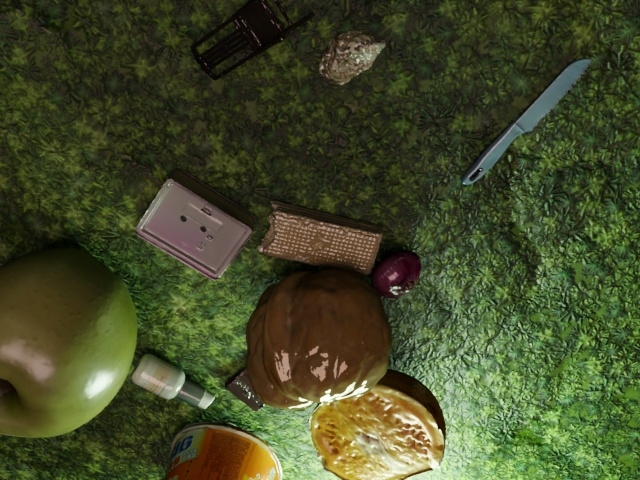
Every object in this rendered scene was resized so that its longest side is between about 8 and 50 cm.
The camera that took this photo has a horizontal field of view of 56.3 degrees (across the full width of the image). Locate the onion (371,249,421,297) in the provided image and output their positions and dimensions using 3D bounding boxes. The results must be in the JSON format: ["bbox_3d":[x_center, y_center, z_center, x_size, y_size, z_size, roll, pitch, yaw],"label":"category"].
[{"bbox_3d":[0.151,0.062,1.212,0.115,0.104,0.115,-23,150,-14],"label":"onion"}]

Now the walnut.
[{"bbox_3d":[-0.004,0.191,1.181,0.296,0.285,0.285,-15,117,32],"label":"walnut"}]

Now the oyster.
[{"bbox_3d":[0.053,-0.319,1.055,0.098,0.037,0.100,19,115,-8],"label":"oyster"}]

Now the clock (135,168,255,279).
[{"bbox_3d":[-0.245,-0.030,1.184,0.192,0.071,0.147,32,112,-14],"label":"clock"}]

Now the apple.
[{"bbox_3d":[-0.525,0.193,1.155,0.357,0.357,0.357,0,116,1],"label":"apple"}]

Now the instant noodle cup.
[{"bbox_3d":[-0.250,0.601,1.390,0.296,0.214,0.296,6,125,9],"label":"instant noodle cup"}]

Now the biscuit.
[{"bbox_3d":[0.000,0.000,1.202,0.238,0.062,0.108,13,116,-5],"label":"biscuit"}]

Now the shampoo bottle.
[{"bbox_3d":[-0.333,0.329,1.362,0.192,0.074,0.074,33,112,-15],"label":"shampoo bottle"}]

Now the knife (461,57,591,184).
[{"bbox_3d":[0.380,-0.216,1.115,0.044,0.019,0.313,32,112,-23],"label":"knife"}]

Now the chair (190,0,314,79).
[{"bbox_3d":[-0.124,-0.357,1.027,0.212,0.101,0.084,-11,122,48],"label":"chair"}]

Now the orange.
[{"bbox_3d":[0.129,0.405,1.300,0.274,0.274,0.310,17,159,-8],"label":"orange"}]

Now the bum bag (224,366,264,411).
[{"bbox_3d":[-0.134,0.324,1.384,0.159,0.026,0.109,-42,108,19],"label":"bum bag"}]
